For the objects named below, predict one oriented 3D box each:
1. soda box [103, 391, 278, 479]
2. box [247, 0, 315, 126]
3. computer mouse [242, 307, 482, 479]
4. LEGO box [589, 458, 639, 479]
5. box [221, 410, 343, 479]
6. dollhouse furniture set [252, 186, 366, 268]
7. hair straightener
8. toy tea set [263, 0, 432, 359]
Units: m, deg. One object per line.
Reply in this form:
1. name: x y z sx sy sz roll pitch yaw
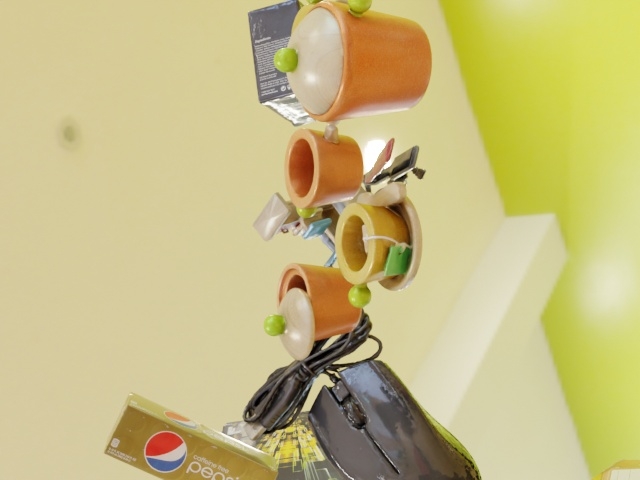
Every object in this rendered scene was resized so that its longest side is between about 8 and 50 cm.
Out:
1. soda box: -0.139 0.233 1.233 0.061 0.181 0.058 -64 9 2
2. box: -0.040 -0.288 1.855 0.156 0.093 0.158 23 -124 -68
3. computer mouse: 0.056 0.217 1.211 0.272 0.188 0.072 44 -172 9
4. LEGO box: 0.304 0.439 1.061 0.500 0.193 0.372 -6 -91 -56
5. box: -0.031 0.463 1.937 0.395 0.318 0.097 -82 -25 -50
6. dollhouse furniture set: 0.000 0.000 1.724 0.184 0.129 0.129 -17 -118 -47
7. hair straightener: 0.121 -0.101 1.823 0.230 0.089 0.047 125 160 -70
8. toy tea set: -0.005 -0.057 0.972 0.124 0.200 0.336 -2 -83 -27
